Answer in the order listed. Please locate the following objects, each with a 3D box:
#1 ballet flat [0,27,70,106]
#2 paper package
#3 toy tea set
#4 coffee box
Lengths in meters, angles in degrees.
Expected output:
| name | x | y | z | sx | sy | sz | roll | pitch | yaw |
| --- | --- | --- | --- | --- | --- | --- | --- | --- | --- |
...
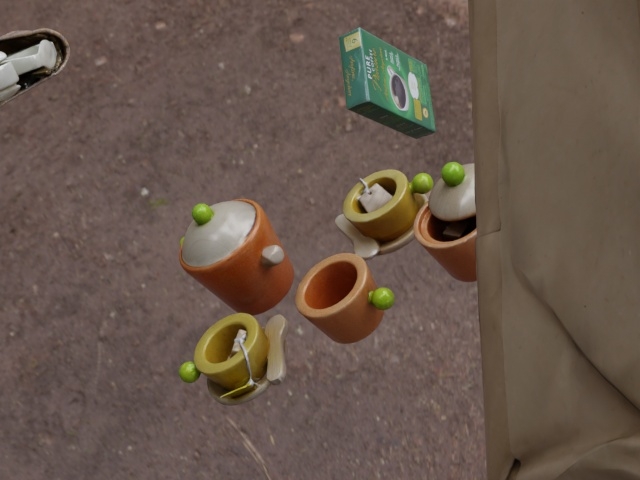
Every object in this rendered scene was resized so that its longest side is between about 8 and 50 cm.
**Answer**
| name | x | y | z | sx | sy | sz | roll | pitch | yaw |
| --- | --- | --- | --- | --- | --- | --- | --- | --- | --- |
| ballet flat | -0.434 | -0.227 | 1.197 | 0.106 | 0.107 | 0.316 | -5 | 26 | 18 |
| paper package | 0.245 | -0.026 | 0.382 | 0.325 | 0.168 | 0.309 | 4 | 76 | -19 |
| toy tea set | 0.000 | 0.000 | 0.816 | 0.336 | 0.124 | 0.200 | -27 | 36 | 13 |
| coffee box | 0.097 | -0.220 | 1.280 | 0.040 | 0.184 | 0.113 | -15 | 75 | 34 |
